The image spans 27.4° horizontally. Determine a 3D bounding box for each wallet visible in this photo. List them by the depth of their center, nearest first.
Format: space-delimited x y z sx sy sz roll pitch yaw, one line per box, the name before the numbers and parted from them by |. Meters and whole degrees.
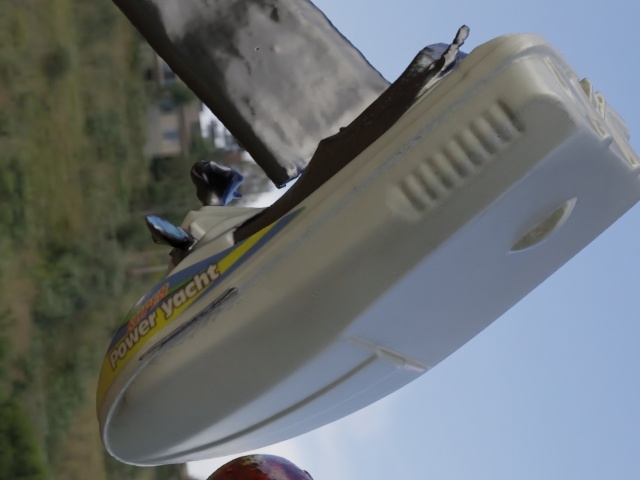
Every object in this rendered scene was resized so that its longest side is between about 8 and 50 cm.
wallet | -0.071 -0.184 1.132 0.285 0.146 0.030 49 -21 11

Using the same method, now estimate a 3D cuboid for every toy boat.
toy boat | 0.007 0.002 0.586 0.141 0.269 0.140 48 26 -33

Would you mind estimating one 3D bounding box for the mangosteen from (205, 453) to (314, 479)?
mangosteen | -0.066 0.278 1.166 0.156 0.181 0.146 44 3 16
